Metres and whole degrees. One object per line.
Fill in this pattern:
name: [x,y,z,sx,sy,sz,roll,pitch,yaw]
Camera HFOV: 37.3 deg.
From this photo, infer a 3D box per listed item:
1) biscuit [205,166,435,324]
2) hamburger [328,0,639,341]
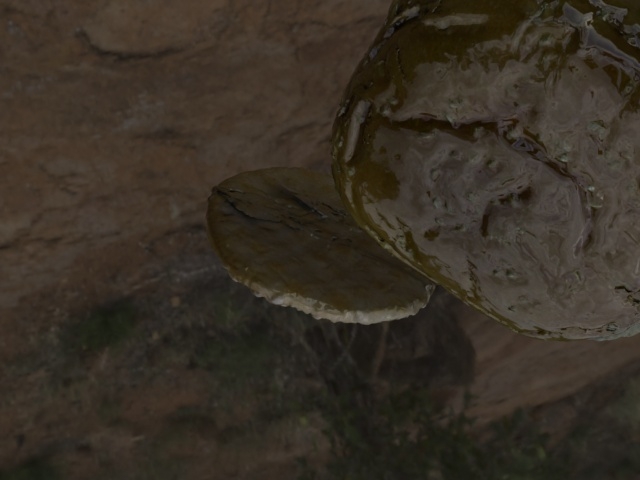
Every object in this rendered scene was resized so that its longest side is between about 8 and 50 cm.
biscuit: [0.000,-0.001,0.830,0.219,0.220,0.033,-1,128,-29]
hamburger: [0.148,-0.055,0.652,0.134,0.284,0.266,-34,155,-58]
